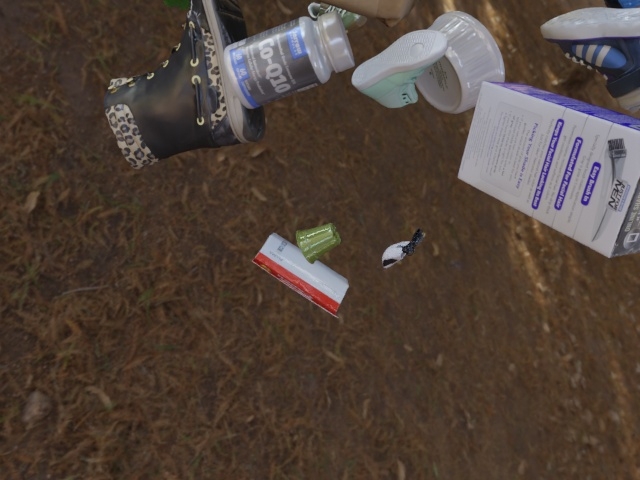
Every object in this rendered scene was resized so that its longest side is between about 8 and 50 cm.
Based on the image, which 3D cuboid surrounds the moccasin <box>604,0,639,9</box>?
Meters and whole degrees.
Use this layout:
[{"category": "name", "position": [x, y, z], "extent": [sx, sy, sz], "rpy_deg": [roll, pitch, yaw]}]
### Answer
[{"category": "moccasin", "position": [0.644, -0.686, 1.366], "extent": [0.117, 0.138, 0.342], "rpy_deg": [-100, -179, -78]}]

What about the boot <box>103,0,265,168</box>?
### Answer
[{"category": "boot", "position": [-0.277, -0.334, 1.160], "extent": [0.138, 0.284, 0.377], "rpy_deg": [-15, 89, -72]}]

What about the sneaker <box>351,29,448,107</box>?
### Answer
[{"category": "sneaker", "position": [0.218, -0.401, 1.443], "extent": [0.151, 0.256, 0.094], "rpy_deg": [25, 61, -42]}]

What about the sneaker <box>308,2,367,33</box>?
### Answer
[{"category": "sneaker", "position": [0.033, -0.573, 1.535], "extent": [0.064, 0.192, 0.086], "rpy_deg": [-49, 123, -12]}]

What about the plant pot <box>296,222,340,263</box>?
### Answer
[{"category": "plant pot", "position": [0.000, 0.000, 1.348], "extent": [0.083, 0.079, 0.083], "rpy_deg": [57, 18, -29]}]

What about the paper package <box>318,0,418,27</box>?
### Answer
[{"category": "paper package", "position": [0.087, -0.403, 0.517], "extent": [0.168, 0.324, 0.309], "rpy_deg": [26, 43, 5]}]

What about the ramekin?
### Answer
[{"category": "ramekin", "position": [0.359, -0.473, 1.657], "extent": [0.127, 0.273, 0.273], "rpy_deg": [-34, 95, -14]}]

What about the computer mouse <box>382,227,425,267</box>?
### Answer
[{"category": "computer mouse", "position": [0.226, 0.028, 1.757], "extent": [0.042, 0.193, 0.106], "rpy_deg": [42, 58, -5]}]

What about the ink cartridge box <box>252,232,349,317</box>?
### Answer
[{"category": "ink cartridge box", "position": [-0.055, 0.099, 1.919], "extent": [0.308, 0.091, 0.385], "rpy_deg": [34, 2, -2]}]

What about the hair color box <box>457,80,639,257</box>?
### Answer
[{"category": "hair color box", "position": [0.389, -0.130, 0.982], "extent": [0.110, 0.185, 0.339], "rpy_deg": [-5, 28, -29]}]

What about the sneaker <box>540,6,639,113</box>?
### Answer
[{"category": "sneaker", "position": [0.655, -0.397, 1.384], "extent": [0.130, 0.323, 0.236], "rpy_deg": [-32, 120, -19]}]

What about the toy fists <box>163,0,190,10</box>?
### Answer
[{"category": "toy fists", "position": [-0.234, -0.608, 1.344], "extent": [0.279, 0.142, 0.096], "rpy_deg": [-38, 92, -15]}]

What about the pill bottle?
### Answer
[{"category": "pill bottle", "position": [-0.035, -0.210, 0.700], "extent": [0.078, 0.137, 0.078], "rpy_deg": [-17, 90, -77]}]
